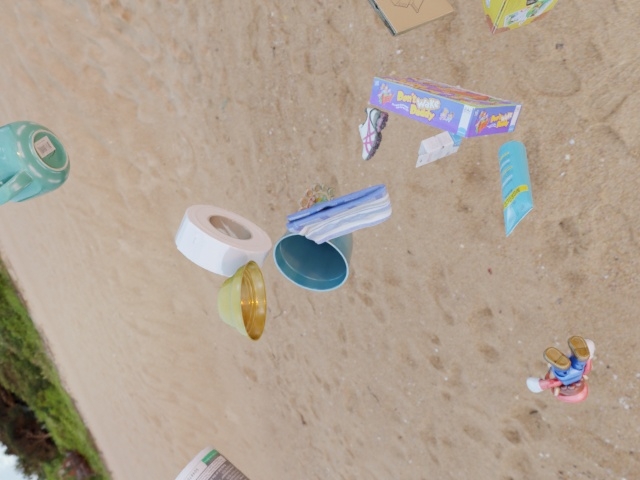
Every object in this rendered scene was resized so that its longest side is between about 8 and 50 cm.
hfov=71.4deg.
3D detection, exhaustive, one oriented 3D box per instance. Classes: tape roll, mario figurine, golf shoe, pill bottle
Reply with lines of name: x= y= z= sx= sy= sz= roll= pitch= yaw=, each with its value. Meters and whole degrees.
tape roll: x=-0.299 y=-0.001 z=1.384 sx=0.286 sy=0.286 sz=0.100 roll=40 pitch=111 yaw=32
mario figurine: x=0.803 y=0.421 z=1.497 sx=0.198 sy=0.170 sz=0.320 roll=2 pitch=142 yaw=27
golf shoe: x=0.170 y=-0.365 z=1.528 sx=0.086 sy=0.067 sz=0.186 roll=27 pitch=128 yaw=16
pill bottle: x=-0.254 y=0.792 z=1.283 sx=0.361 sy=0.204 sz=0.204 roll=34 pitch=139 yaw=15

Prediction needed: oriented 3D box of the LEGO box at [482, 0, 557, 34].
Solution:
LEGO box: x=0.572 y=-0.884 z=1.262 sx=0.193 sy=0.500 sz=0.372 roll=-15 pitch=91 yaw=12

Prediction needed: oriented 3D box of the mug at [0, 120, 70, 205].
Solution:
mug: x=-0.507 y=-0.130 z=0.777 sx=0.129 sy=0.097 sz=0.157 roll=29 pitch=-135 yaw=-72

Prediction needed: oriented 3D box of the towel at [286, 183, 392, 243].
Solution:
towel: x=0.052 y=-0.048 z=0.954 sx=0.285 sy=0.209 sz=0.034 roll=29 pitch=-138 yaw=-78

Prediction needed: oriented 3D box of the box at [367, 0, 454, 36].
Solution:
box: x=0.203 y=-0.582 z=1.063 sx=0.164 sy=0.201 sz=0.021 roll=57 pitch=156 yaw=5

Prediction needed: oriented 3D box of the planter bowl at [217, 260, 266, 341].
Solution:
planter bowl: x=-0.220 y=0.165 z=1.204 sx=0.090 sy=0.217 sz=0.217 roll=-5 pitch=115 yaw=9

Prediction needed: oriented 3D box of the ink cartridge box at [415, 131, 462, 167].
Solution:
ink cartridge box: x=0.448 y=-0.361 z=1.741 sx=0.104 sy=0.180 sz=0.060 roll=73 pitch=175 yaw=-74

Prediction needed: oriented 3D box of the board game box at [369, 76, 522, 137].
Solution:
board game box: x=0.347 y=-0.387 z=1.266 sx=0.347 sy=0.233 sz=0.078 roll=35 pitch=128 yaw=39

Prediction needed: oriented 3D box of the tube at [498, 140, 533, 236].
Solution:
tube: x=0.374 y=-0.107 z=0.853 sx=0.052 sy=0.207 sz=0.080 roll=14 pitch=141 yaw=1

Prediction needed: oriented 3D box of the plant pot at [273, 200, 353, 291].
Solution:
plant pot: x=0.000 y=0.000 z=1.616 sx=0.272 sy=0.255 sz=0.271 roll=11 pitch=133 yaw=12

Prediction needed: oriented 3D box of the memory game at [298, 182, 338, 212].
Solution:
memory game: x=-0.007 y=-0.141 z=1.770 sx=0.012 sy=0.186 sz=0.186 roll=34 pitch=137 yaw=50
